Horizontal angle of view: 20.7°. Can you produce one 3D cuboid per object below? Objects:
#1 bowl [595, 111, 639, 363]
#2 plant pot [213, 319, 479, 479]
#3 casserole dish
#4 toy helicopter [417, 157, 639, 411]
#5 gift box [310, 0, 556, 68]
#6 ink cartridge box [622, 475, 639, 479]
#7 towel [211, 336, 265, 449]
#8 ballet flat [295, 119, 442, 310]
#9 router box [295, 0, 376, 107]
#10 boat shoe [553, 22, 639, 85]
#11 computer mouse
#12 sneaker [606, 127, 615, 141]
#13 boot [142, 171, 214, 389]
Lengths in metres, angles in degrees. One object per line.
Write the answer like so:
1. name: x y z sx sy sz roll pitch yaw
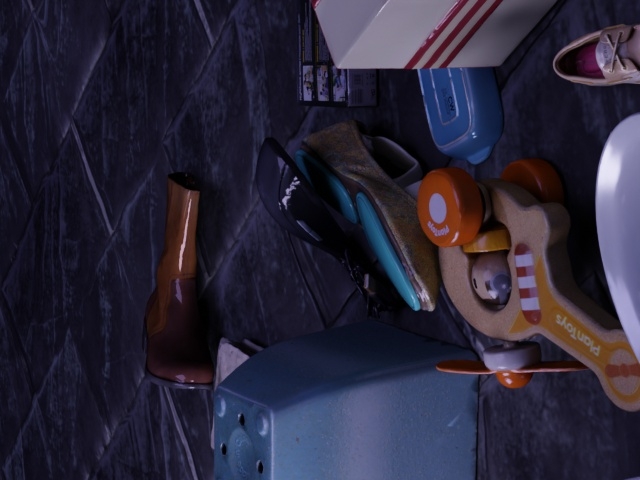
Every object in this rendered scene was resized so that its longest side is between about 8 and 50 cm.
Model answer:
1. bowl: 0.367 0.016 1.525 0.298 0.134 0.298 165 90 -75
2. plant pot: 0.013 0.244 2.078 0.248 0.252 0.247 14 106 59
3. casserole dish: 0.152 -0.178 2.001 0.114 0.037 0.188 -29 69 58
4. toy helicopter: 0.230 0.079 1.807 0.355 0.140 0.235 41 130 47
5. gift box: 0.116 -0.328 1.822 0.258 0.276 0.255 -49 58 49
6. ink cartridge box: 0.367 0.318 1.634 0.224 0.045 0.223 142 118 -68
7. towel: -0.071 0.256 2.425 0.282 0.049 0.187 34 124 55
8. ballet flat: 0.082 -0.045 2.057 0.348 0.123 0.123 -129 45 -52
9. router box: 0.019 -0.257 2.208 0.133 0.046 0.179 10 102 59
10. boat shoe: 0.295 -0.181 1.733 0.170 0.059 0.063 -14 82 59
11. computer mouse: 0.000 0.000 2.113 0.184 0.060 0.262 53 179 40
12. sneaker: 0.304 -0.060 1.751 0.044 0.040 0.109 -41 59 56
13. boot: -0.191 0.059 2.557 0.264 0.096 0.280 -117 35 -70
